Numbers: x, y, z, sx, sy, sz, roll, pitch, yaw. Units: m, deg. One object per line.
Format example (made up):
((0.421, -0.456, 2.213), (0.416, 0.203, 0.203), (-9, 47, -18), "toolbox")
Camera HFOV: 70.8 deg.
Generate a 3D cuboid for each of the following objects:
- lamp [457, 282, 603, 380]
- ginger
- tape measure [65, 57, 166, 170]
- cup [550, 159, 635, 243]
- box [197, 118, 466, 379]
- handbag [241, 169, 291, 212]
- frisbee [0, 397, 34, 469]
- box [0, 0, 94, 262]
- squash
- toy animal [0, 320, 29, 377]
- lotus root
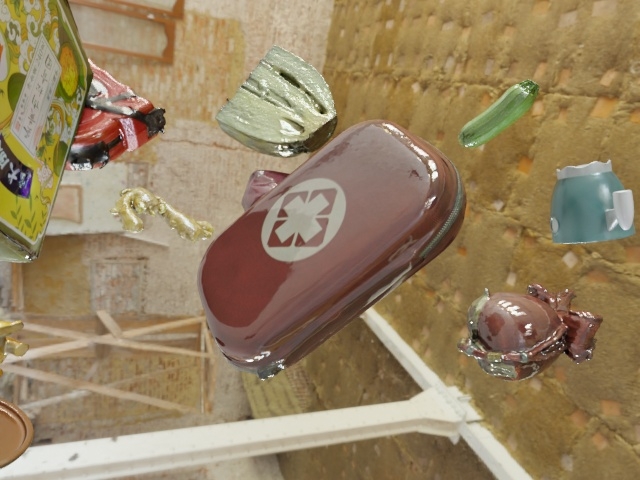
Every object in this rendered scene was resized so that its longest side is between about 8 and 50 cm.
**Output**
((0.346, 0.160, 0.779), (0.215, 0.224, 0.150), (-75, 172, -72), "lamp")
((-0.328, -0.054, 0.937), (0.176, 0.193, 0.052), (49, -64, 11), "ginger")
((-0.511, -0.265, 0.961), (0.253, 0.260, 0.114), (37, -32, 12), "tape measure")
((0.610, -0.088, 1.025), (0.300, 0.168, 0.173), (-27, 109, -86), "cup")
((0.000, 0.000, 0.633), (0.404, 0.108, 0.263), (-39, -135, 5), "box")
((-0.079, -0.083, 1.130), (0.146, 0.225, 0.135), (-61, -140, 33), "handbag")
((-0.614, 0.312, 0.741), (0.021, 0.251, 0.251), (-65, -155, 2), "frisbee")
((-0.493, -0.214, 0.670), (0.373, 0.139, 0.419), (129, -31, -68), "box")
((0.441, -0.308, 1.117), (0.219, 0.077, 0.068), (-42, -159, 29), "squash")
((-0.307, 0.087, 0.397), (0.060, 0.084, 0.081), (-59, 151, -37), "toy animal")
((-0.080, -0.328, 1.173), (0.266, 0.260, 0.149), (-56, 166, -13), "lotus root")
